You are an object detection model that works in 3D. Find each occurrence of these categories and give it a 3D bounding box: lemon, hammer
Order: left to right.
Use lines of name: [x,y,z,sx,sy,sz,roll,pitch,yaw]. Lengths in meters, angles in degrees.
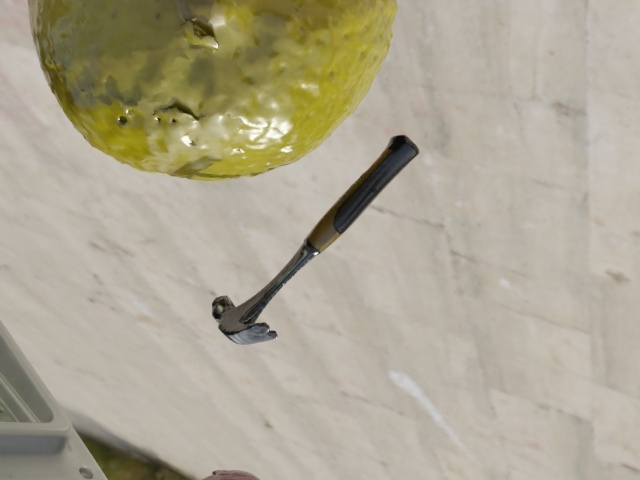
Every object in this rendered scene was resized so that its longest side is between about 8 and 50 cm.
lemon: [-0.082,-0.175,0.769,0.268,0.268,0.322,35,-170,-19]
hammer: [0.000,0.000,0.772,0.021,0.201,0.078,44,179,-30]

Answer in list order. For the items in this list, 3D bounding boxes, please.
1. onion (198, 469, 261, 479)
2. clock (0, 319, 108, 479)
onion: [-0.204,0.442,1.553,0.120,0.283,0.227,52,175,1]
clock: [-0.311,0.139,0.810,0.262,0.116,0.231,12,-162,-48]
